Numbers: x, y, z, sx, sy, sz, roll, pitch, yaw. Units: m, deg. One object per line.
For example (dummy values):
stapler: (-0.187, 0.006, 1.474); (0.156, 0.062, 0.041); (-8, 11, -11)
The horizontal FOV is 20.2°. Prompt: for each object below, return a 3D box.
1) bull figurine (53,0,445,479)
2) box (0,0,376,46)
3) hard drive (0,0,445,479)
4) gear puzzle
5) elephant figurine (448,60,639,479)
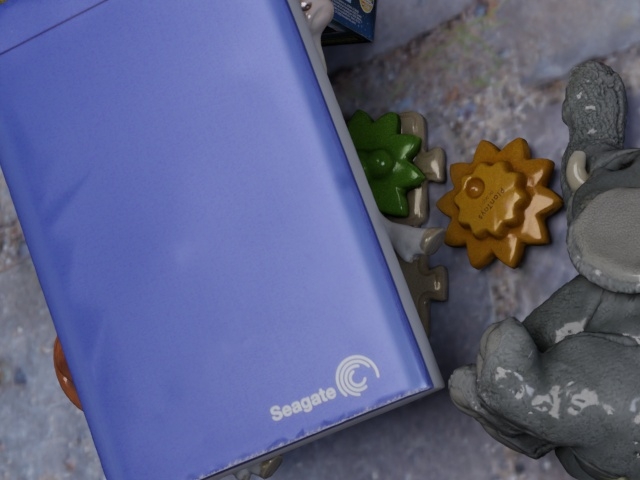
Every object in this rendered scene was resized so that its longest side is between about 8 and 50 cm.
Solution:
bull figurine: (-0.046, -0.002, 1.131); (0.188, 0.101, 0.310); (39, 103, 22)
box: (-0.101, -0.167, 1.215); (0.233, 0.159, 0.044); (-1, 79, 30)
hard drive: (-0.079, -0.024, 1.070); (0.210, 0.040, 0.319); (-24, 79, 18)
gear puzzle: (0.000, 0.000, 1.185); (0.339, 0.044, 0.175); (-7, 75, 29)
elephant figurine: (0.187, 0.018, 1.015); (0.186, 0.169, 0.239); (30, 79, 2)
